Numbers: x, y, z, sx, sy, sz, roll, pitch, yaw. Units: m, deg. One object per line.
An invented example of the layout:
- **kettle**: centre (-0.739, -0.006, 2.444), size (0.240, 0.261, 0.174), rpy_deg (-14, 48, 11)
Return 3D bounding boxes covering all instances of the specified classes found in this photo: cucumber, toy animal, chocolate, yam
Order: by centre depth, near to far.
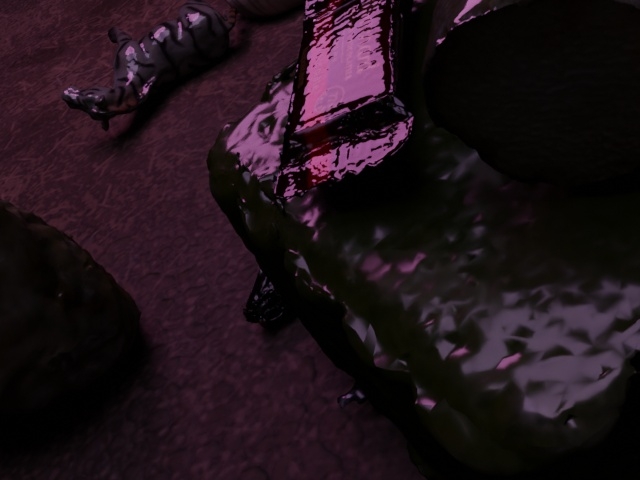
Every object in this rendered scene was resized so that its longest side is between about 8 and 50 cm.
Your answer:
- **yam**: centre (0.110, -0.127, 0.369), size (0.107, 0.107, 0.194), rpy_deg (-6, 51, 28)
- **chocolate**: centre (0.018, -0.095, 0.448), size (0.086, 0.028, 0.182), rpy_deg (-22, 45, 26)
- **cucumber**: centre (0.000, 0.000, 0.671), size (0.181, 0.053, 0.053), rpy_deg (-46, 40, -19)
- **toy animal**: centre (-0.224, -0.239, 1.072), size (0.255, 0.090, 0.170), rpy_deg (-45, 44, -17)

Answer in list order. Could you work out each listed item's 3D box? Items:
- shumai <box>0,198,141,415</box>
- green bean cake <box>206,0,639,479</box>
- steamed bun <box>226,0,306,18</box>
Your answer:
- **shumai**: centre (-0.339, 0.096, 0.652), size (0.289, 0.330, 0.292), rpy_deg (-67, 10, -16)
- **green bean cake**: centre (0.134, -0.014, 0.486), size (0.335, 0.218, 0.319), rpy_deg (-40, 45, -4)
- **steamed bun**: centre (-0.064, -0.382, 1.113), size (0.182, 0.106, 0.183), rpy_deg (-17, 38, 13)
